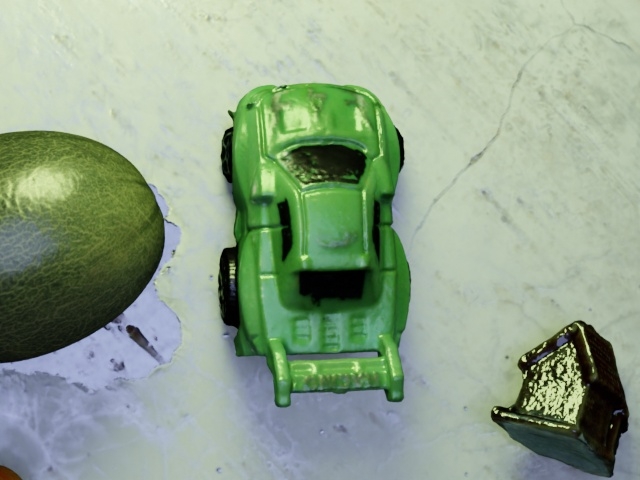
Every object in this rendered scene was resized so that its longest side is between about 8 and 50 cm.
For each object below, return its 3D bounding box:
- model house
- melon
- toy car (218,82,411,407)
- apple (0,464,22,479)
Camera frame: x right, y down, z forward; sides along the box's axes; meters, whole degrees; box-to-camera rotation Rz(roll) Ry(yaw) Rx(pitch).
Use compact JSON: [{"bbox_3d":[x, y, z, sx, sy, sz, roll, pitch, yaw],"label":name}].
[{"bbox_3d":[0.304,0.183,1.695,0.165,0.106,0.152,39,66,-42],"label":"model house"},{"bbox_3d":[-0.315,0.003,1.510,0.302,0.237,0.237,-18,91,-11],"label":"melon"},{"bbox_3d":[0.000,0.000,1.597,0.213,0.176,0.358,0,87,-11],"label":"toy car"},{"bbox_3d":[-0.392,0.343,1.495,0.234,0.234,0.234,0,88,-10],"label":"apple"}]
